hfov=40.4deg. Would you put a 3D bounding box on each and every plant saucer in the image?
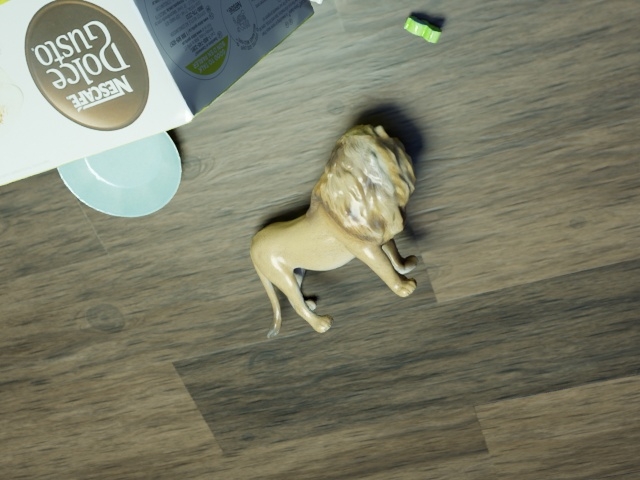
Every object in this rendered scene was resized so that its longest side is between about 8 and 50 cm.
[{"bbox_3d":[-0.305,-0.127,1.331,0.195,0.037,0.195,3,125,4],"label":"plant saucer"}]

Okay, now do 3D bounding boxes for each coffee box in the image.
[{"bbox_3d":[-0.265,-0.298,0.971,0.337,0.338,0.334,-12,116,29],"label":"coffee box"}]

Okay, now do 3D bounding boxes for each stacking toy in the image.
[{"bbox_3d":[0.089,-0.364,1.126,0.221,0.052,0.167,20,124,-9],"label":"stacking toy"}]

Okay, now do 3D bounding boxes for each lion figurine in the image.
[{"bbox_3d":[0.000,0.000,1.333,0.392,0.142,0.240,-30,110,27],"label":"lion figurine"}]
